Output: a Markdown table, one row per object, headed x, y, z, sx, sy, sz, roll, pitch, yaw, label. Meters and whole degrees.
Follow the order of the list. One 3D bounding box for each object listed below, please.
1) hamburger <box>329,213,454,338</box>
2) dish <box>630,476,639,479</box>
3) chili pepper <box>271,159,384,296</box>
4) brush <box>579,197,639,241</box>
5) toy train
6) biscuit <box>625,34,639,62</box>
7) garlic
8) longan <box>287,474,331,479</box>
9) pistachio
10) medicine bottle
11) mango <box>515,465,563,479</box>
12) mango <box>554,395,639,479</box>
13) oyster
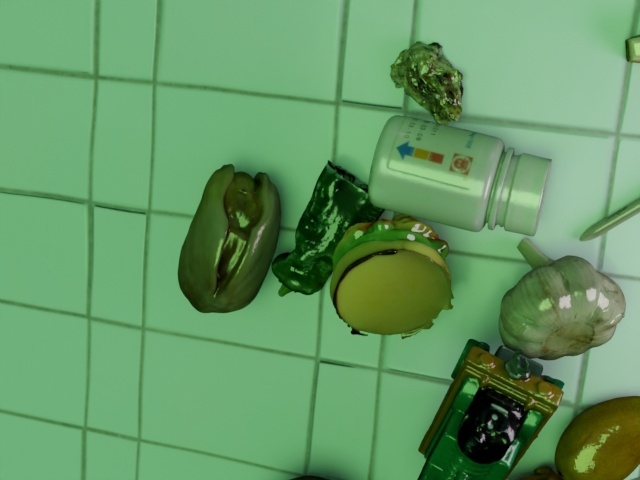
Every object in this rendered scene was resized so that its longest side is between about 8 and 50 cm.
| x | y | z | sx | sy | sz | roll | pitch | yaw | label |
| --- | --- | --- | --- | --- | --- | --- | --- | --- | --- |
| 0.125 | 0.050 | 1.733 | 0.237 | 0.149 | 0.237 | -1 | 131 | -1 | hamburger |
| 0.591 | 0.503 | 1.737 | 0.141 | 0.078 | 0.141 | 3 | 101 | 17 | dish |
| 0.000 | 0.000 | 1.809 | 0.136 | 0.099 | 0.270 | 30 | 103 | -17 | chili pepper |
| 0.572 | -0.076 | 1.653 | 0.299 | 0.042 | 0.039 | -35 | 90 | 24 | brush |
| 0.269 | 0.341 | 1.672 | 0.178 | 0.249 | 0.429 | 27 | 142 | 10 | toy train |
| 0.595 | -0.319 | 1.582 | 0.188 | 0.056 | 0.052 | -4 | 100 | 19 | biscuit |
| 0.402 | 0.087 | 1.681 | 0.219 | 0.218 | 0.212 | -31 | 50 | 20 | garlic |
| -0.030 | 0.576 | 1.861 | 0.258 | 0.258 | 0.258 | 3 | 102 | 16 | longan |
| -0.169 | 0.003 | 1.823 | 0.166 | 0.197 | 0.288 | 19 | 92 | -15 | pistachio |
| 0.240 | -0.107 | 1.672 | 0.293 | 0.170 | 0.170 | 15 | 105 | 14 | medicine bottle |
| 0.394 | 0.596 | 1.762 | 0.201 | 0.199 | 0.350 | -12 | 98 | -21 | mango |
| 0.517 | 0.353 | 1.722 | 0.227 | 0.099 | 0.136 | -36 | 85 | 12 | mango |
| 0.200 | -0.280 | 1.714 | 0.108 | 0.053 | 0.165 | -46 | 79 | 9 | oyster |
